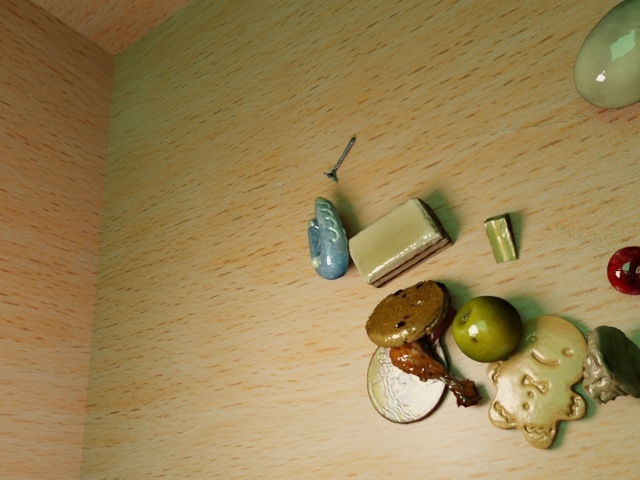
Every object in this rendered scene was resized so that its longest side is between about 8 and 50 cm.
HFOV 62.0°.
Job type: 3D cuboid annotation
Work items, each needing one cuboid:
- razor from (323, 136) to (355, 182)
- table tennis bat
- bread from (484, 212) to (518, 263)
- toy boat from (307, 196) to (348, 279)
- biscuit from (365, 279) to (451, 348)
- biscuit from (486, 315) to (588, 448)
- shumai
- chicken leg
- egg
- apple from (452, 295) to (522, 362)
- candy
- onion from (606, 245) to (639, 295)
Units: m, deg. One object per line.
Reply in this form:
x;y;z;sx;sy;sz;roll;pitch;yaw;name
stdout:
0.084;-0.327;2.119;0.066;0.033;0.190;31;89;-6;razor
0.302;0.383;1.686;0.268;0.051;0.415;35;96;36;table tennis bat
0.569;-0.007;1.665;0.074;0.084;0.139;-18;94;28;bread
0.000;0.000;1.926;0.215;0.123;0.330;112;150;-47;toy boat
0.276;0.233;1.665;0.296;0.075;0.296;-32;16;10;biscuit
0.603;0.378;1.471;0.275;0.052;0.355;24;88;38;biscuit
0.724;0.320;1.345;0.120;0.201;0.201;-44;49;45;shumai
0.339;0.386;1.587;0.304;0.093;0.113;30;81;29;chicken leg
0.877;-0.531;1.490;0.352;0.258;0.258;-44;53;7;egg
0.472;0.251;1.526;0.196;0.157;0.196;-55;11;16;apple
0.259;0.010;1.802;0.320;0.135;0.179;-33;55;20;candy
0.818;0.078;1.389;0.131;0.131;0.131;-13;65;31;onion
